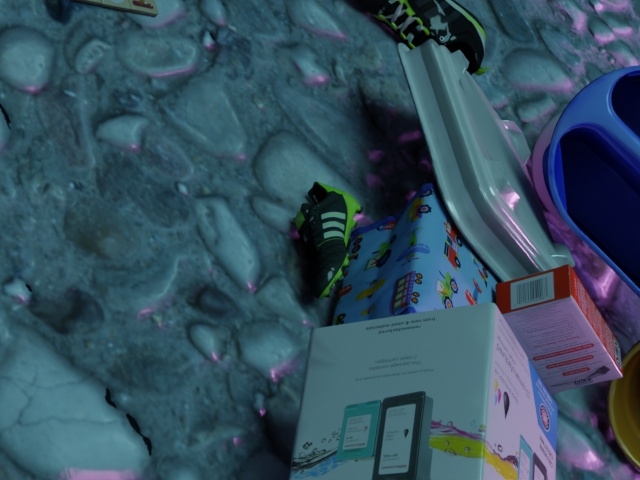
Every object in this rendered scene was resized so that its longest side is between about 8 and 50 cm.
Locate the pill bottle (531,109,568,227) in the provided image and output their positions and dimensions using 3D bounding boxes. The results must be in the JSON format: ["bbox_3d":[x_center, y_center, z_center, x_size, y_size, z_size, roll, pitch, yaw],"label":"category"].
[{"bbox_3d":[0.453,-0.137,2.078,0.188,0.188,0.334,54,39,7],"label":"pill bottle"}]

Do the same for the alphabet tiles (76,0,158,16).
[{"bbox_3d":[-0.272,-0.371,1.744,0.198,0.009,0.237,5,55,-40],"label":"alphabet tiles"}]

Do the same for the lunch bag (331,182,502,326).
[{"bbox_3d":[0.162,0.120,1.666,0.293,0.138,0.221,42,36,-22],"label":"lunch bag"}]

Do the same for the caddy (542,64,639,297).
[{"bbox_3d":[0.431,-0.061,1.813,0.341,0.241,0.179,44,3,-4],"label":"caddy"}]

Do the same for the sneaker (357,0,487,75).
[{"bbox_3d":[0.145,-0.298,2.007,0.235,0.084,0.097,23,47,-28],"label":"sneaker"}]

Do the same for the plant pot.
[{"bbox_3d":[0.483,0.190,1.850,0.205,0.205,0.188,53,24,5],"label":"plant pot"}]

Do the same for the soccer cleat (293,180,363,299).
[{"bbox_3d":[0.000,0.000,1.660,0.072,0.060,0.179,27,36,-10],"label":"soccer cleat"}]

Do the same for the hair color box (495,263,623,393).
[{"bbox_3d":[0.277,0.105,1.689,0.167,0.093,0.053,53,31,-39],"label":"hair color box"}]

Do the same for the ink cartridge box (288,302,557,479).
[{"bbox_3d":[0.099,0.234,1.377,0.198,0.197,0.270,54,35,-44],"label":"ink cartridge box"}]

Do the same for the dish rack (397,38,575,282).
[{"bbox_3d":[0.213,-0.087,1.804,0.285,0.072,0.333,43,24,-44],"label":"dish rack"}]
